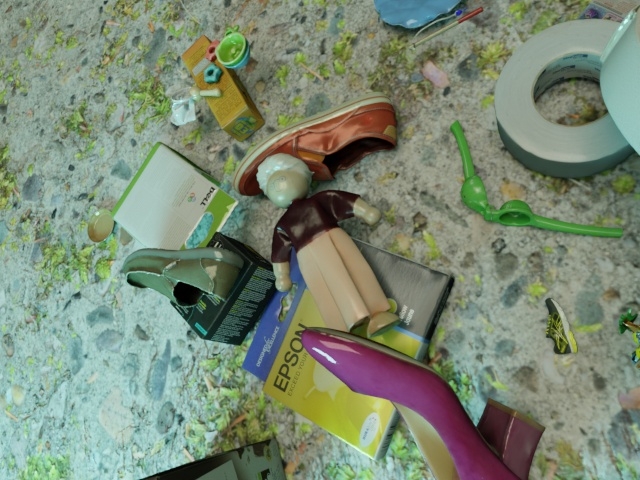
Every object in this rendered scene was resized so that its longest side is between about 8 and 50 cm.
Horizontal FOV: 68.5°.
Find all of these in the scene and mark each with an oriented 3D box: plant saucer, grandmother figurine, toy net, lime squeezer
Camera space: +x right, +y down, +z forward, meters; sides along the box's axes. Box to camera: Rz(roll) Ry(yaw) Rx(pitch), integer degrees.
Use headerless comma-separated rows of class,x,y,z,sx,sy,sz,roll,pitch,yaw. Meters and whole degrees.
plant saucer,-0.510,-0.033,1.098,0.083,0.015,0.083,-5,76,22
grandmother figurine,0.000,0.000,0.746,0.207,0.104,0.342,-32,70,4
toy net,-0.238,-0.334,0.945,0.232,0.045,0.122,-39,65,14
lime squeezer,0.295,-0.068,0.736,0.110,0.059,0.310,-35,61,-23

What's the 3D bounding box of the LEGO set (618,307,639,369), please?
LEGO set,0.482,0.148,0.506,0.331,0.192,0.255,36,72,13

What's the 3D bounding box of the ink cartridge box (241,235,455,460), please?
ink cartridge box,0.024,0.144,0.790,0.307,0.072,0.304,21,87,25

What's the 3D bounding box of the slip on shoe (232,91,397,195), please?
slip on shoe,-0.014,-0.152,0.853,0.331,0.123,0.101,-22,74,13

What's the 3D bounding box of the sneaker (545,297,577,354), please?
sneaker,0.337,0.124,0.673,0.035,0.031,0.083,-22,70,19

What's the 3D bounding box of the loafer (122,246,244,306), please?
loafer,-0.247,0.065,0.796,0.251,0.094,0.087,-6,65,31

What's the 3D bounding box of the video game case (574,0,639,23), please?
video game case,0.470,-0.314,0.724,0.143,0.019,0.157,-49,65,7

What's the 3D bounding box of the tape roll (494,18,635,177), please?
tape roll,0.374,-0.207,0.693,0.219,0.072,0.219,-6,76,23

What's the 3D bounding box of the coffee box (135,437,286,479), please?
coffee box,-0.192,0.395,0.698,0.168,0.297,0.119,-23,70,17

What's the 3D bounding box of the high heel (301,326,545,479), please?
high heel,0.117,0.252,0.603,0.377,0.127,0.181,28,81,-8

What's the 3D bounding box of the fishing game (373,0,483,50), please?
fishing game,0.190,-0.467,0.876,0.189,0.041,0.264,-24,61,17

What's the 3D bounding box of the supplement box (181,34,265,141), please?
supplement box,-0.209,-0.324,0.998,0.080,0.078,0.233,-38,65,12

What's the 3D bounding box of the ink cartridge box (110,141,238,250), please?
ink cartridge box,-0.277,-0.054,0.956,0.255,0.097,0.189,35,93,25

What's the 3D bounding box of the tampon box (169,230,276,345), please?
tampon box,-0.169,0.089,0.861,0.120,0.101,0.161,36,94,36

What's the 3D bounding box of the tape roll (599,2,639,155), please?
tape roll,0.513,-0.144,0.517,0.392,0.072,0.392,4,55,-6
